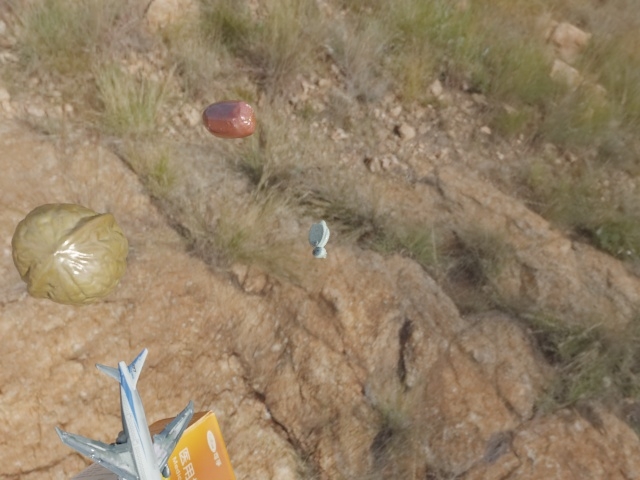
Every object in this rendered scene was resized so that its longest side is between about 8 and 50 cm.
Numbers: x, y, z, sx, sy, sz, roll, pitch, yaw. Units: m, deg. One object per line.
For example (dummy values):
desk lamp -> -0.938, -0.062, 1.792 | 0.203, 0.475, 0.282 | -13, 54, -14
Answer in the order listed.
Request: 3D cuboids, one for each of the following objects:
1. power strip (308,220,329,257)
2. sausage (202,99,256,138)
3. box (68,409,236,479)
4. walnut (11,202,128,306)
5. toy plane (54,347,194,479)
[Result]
power strip -> 0.000, 0.000, 1.348 | 0.035, 0.055, 0.083 | 28, 52, -47
sausage -> -0.142, -0.188, 0.976 | 0.094, 0.054, 0.059 | 8, 75, 33
box -> -0.284, 0.453, 1.033 | 0.341, 0.144, 0.224 | -24, 98, -61
walnut -> -0.498, 0.027, 1.264 | 0.225, 0.261, 0.224 | 0, 88, -11
toy plane -> -0.214, 0.245, 0.754 | 0.226, 0.058, 0.226 | 12, 65, -62
